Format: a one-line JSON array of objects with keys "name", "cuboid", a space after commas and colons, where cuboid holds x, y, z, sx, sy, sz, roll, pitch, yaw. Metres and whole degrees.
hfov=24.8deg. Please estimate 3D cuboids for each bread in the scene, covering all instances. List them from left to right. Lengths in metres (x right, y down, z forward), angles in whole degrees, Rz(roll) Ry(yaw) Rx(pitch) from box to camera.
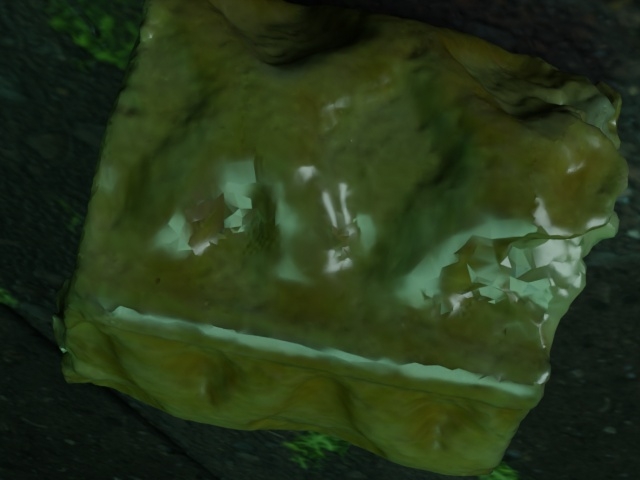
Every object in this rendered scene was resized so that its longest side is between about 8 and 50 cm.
[{"name": "bread", "cuboid": [0.002, -0.006, 0.715, 0.252, 0.196, 0.238, 19, 151, -3]}]
